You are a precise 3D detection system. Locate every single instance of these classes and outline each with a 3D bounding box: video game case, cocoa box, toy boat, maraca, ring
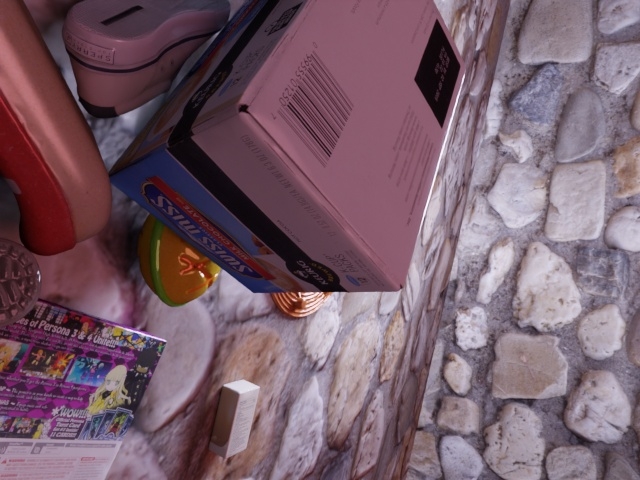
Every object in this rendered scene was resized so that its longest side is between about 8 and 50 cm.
[{"bbox_3d":[-0.294,0.175,0.452,0.232,0.042,0.210,45,62,-56],"label":"video game case"},{"bbox_3d":[-0.012,-0.141,0.492,0.231,0.228,0.347,46,54,-34],"label":"cocoa box"},{"bbox_3d":[-0.268,-0.085,0.332,0.151,0.151,0.231,-26,128,-17],"label":"toy boat"},{"bbox_3d":[-0.170,-0.010,0.541,0.127,0.099,0.185,21,74,-80],"label":"maraca"},{"bbox_3d":[0.000,0.000,0.906,0.336,0.032,0.336,-29,124,-53],"label":"ring"}]

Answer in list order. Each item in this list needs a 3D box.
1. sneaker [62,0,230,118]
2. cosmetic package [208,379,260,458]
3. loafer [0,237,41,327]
[{"bbox_3d":[-0.176,-0.212,0.455,0.091,0.094,0.258,-58,-174,39],"label":"sneaker"},{"bbox_3d":[-0.150,0.309,0.754,0.060,0.041,0.115,16,87,-60],"label":"cosmetic package"},{"bbox_3d":[-0.335,0.043,0.282,0.251,0.087,0.094,2,82,-43],"label":"loafer"}]
